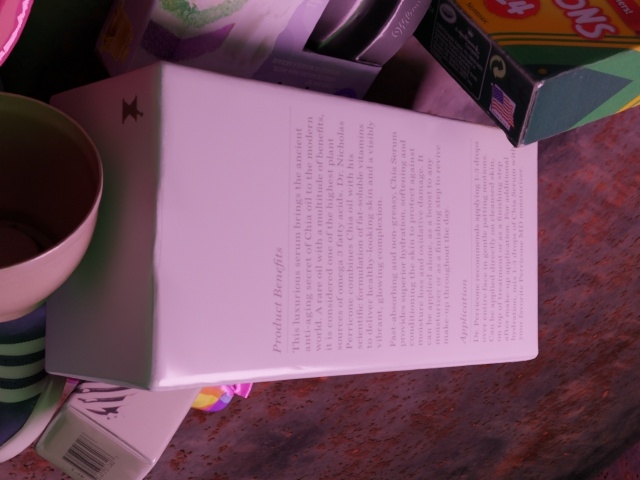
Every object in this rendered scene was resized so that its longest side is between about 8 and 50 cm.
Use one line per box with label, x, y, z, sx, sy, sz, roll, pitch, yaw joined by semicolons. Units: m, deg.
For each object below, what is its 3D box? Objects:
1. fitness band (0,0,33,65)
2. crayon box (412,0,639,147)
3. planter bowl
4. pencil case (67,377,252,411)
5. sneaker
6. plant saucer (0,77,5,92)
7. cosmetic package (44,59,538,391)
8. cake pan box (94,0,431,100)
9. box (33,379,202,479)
fitness band;-0.304;-0.176;0.572;0.291;0.054;0.209;7;102;-46
crayon box;0.265;-0.222;0.929;0.318;0.202;0.081;-21;143;-21
planter bowl;-0.232;-0.010;0.683;0.162;0.162;0.109;-18;147;-22
pencil case;-0.181;0.127;1.070;0.104;0.104;0.236;-46;144;16
sneaker;-0.297;0.075;0.907;0.148;0.131;0.350;19;122;-32
plant saucer;-0.353;-0.047;0.672;0.317;0.044;0.317;-28;133;-35
cosmetic package;0.000;0.000;0.863;0.453;0.161;0.230;4;86;-44
cake pan box;-0.022;-0.221;0.810;0.267;0.070;0.246;4;133;-42
box;-0.146;0.101;0.921;0.113;0.094;0.275;-48;-171;44
